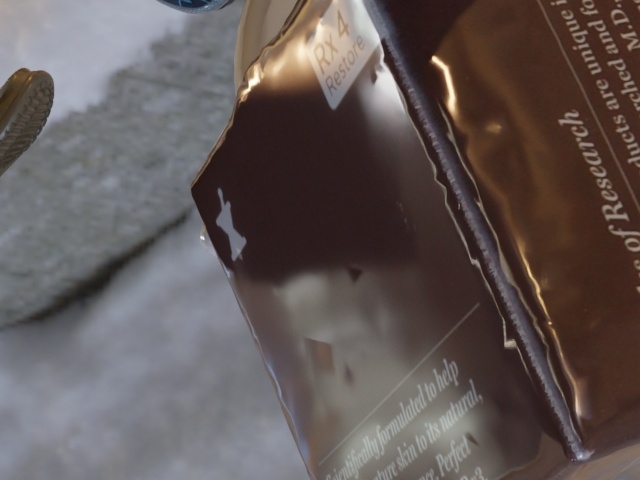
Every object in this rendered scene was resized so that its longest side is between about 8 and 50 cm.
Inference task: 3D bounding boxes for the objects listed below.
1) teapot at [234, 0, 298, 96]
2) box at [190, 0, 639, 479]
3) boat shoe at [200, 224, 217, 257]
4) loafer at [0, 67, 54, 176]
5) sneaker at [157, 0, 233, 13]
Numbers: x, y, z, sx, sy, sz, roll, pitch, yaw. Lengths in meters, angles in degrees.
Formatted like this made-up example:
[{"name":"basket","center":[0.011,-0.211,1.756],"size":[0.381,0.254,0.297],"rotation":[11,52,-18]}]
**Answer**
[{"name":"teapot","center":[0.090,-0.106,0.982],"size":[0.256,0.187,0.252],"rotation":[-55,40,11]},{"name":"box","center":[0.096,-0.006,0.581],"size":[0.167,0.203,0.168],"rotation":[67,154,16]},{"name":"boat shoe","center":[0.000,0.000,1.444],"size":[0.075,0.226,0.083],"rotation":[6,83,42]},{"name":"loafer","center":[-0.242,-0.065,1.257],"size":[0.050,0.056,0.148],"rotation":[40,100,13]},{"name":"sneaker","center":[-0.155,-0.233,1.156],"size":[0.104,0.262,0.125],"rotation":[-38,20,23]}]
